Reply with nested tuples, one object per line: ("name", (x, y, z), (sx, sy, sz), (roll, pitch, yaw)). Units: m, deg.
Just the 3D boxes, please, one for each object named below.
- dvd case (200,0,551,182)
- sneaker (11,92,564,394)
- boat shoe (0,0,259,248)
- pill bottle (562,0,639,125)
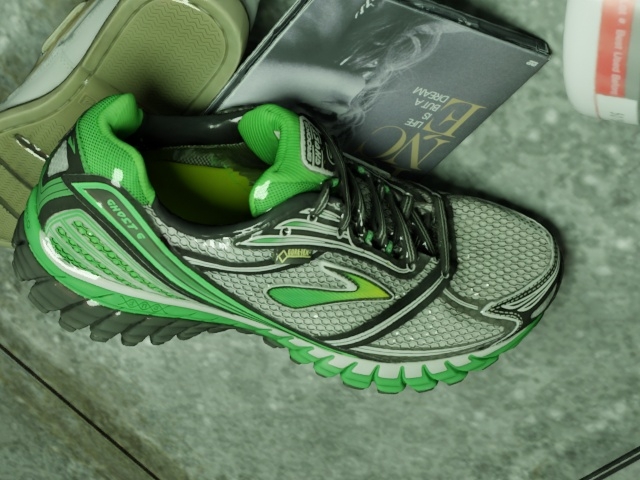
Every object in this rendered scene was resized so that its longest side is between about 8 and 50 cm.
("dvd case", (0.011, -0.071, 0.842), (0.164, 0.018, 0.221), (13, 141, -33))
("sneaker", (0.000, 0.000, 0.807), (0.343, 0.134, 0.146), (6, 142, -23))
("boat shoe", (-0.140, -0.095, 0.900), (0.113, 0.103, 0.302), (40, 131, -21))
("pill bottle", (0.272, -0.117, 0.651), (0.283, 0.161, 0.161), (12, 128, 17))
